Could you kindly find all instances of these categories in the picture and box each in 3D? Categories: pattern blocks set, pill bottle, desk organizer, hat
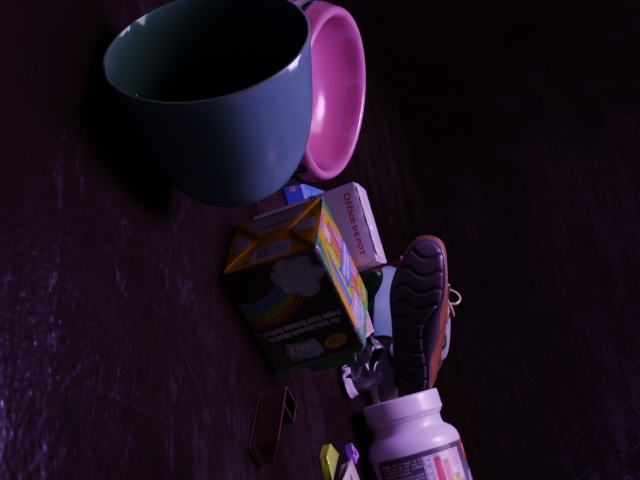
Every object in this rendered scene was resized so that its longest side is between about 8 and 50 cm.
[{"bbox_3d":[0.062,0.520,1.661,0.325,0.026,0.285,-75,144,-65],"label":"pattern blocks set"},{"bbox_3d":[0.222,0.518,1.885,0.210,0.210,0.363,21,53,-72],"label":"pill bottle"},{"bbox_3d":[-0.074,0.293,1.379,0.130,0.050,0.047,-82,151,-60],"label":"desk organizer"},{"bbox_3d":[0.123,0.057,2.019,0.173,0.183,0.208,29,23,-45],"label":"hat"}]

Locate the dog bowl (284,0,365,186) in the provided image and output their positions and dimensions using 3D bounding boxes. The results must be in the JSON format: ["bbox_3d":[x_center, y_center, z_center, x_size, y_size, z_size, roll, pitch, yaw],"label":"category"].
[{"bbox_3d":[-0.034,-0.296,1.738,0.408,0.150,0.408,8,90,-69],"label":"dog bowl"}]

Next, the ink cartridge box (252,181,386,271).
[{"bbox_3d":[0.000,0.000,1.676,0.092,0.219,0.160,20,53,-72],"label":"ink cartridge box"}]

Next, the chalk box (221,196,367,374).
[{"bbox_3d":[-0.026,0.105,1.540,0.179,0.180,0.289,-83,153,-59],"label":"chalk box"}]

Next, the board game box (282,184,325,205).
[{"bbox_3d":[-0.015,-0.045,2.027,0.210,0.047,0.160,11,60,-73],"label":"board game box"}]

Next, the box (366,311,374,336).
[{"bbox_3d":[0.028,0.124,1.865,0.114,0.103,0.203,-8,80,-75],"label":"box"}]

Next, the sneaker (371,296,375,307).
[{"bbox_3d":[0.118,0.092,2.351,0.083,0.071,0.190,31,38,-49],"label":"sneaker"}]

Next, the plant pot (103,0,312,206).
[{"bbox_3d":[-0.142,-0.193,1.288,0.293,0.293,0.235,-93,174,-46],"label":"plant pot"}]

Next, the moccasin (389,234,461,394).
[{"bbox_3d":[0.241,0.166,1.997,0.147,0.139,0.380,-41,130,-59],"label":"moccasin"}]

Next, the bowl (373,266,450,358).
[{"bbox_3d":[0.250,0.219,2.297,0.311,0.163,0.311,-1,90,-74],"label":"bowl"}]

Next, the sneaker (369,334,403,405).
[{"bbox_3d":[0.167,0.352,2.101,0.100,0.108,0.271,-71,141,-70],"label":"sneaker"}]

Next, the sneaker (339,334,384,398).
[{"bbox_3d":[0.090,0.235,1.953,0.078,0.106,0.234,53,23,-54],"label":"sneaker"}]
